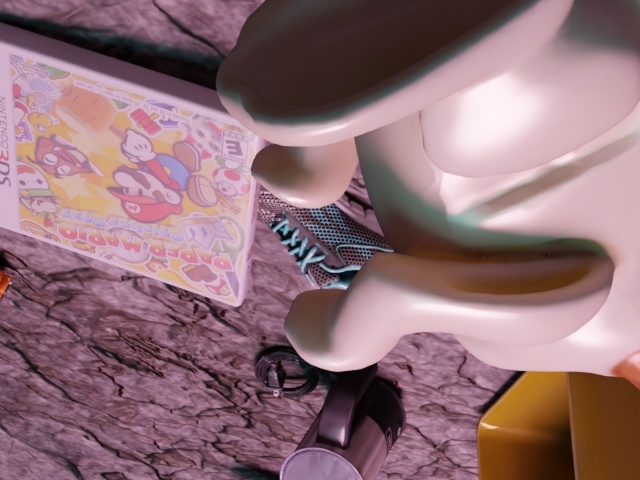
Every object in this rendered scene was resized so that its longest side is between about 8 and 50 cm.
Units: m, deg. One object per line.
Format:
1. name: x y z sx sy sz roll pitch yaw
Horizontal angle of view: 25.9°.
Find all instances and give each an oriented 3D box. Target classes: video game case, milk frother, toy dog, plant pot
1. video game case: -0.156 -0.054 1.075 0.227 0.026 0.206 18 138 7
2. milk frother: -0.009 0.177 1.317 0.143 0.135 0.129 -4 112 22
3. toy dog: 0.133 -0.081 0.796 0.395 0.284 0.408 -28 138 -2
4. plant pot: 0.267 0.231 1.239 0.187 0.212 0.212 8 149 -14

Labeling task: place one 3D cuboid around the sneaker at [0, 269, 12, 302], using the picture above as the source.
1. sneaker: -0.391 0.052 1.354 0.221 0.083 0.087 -23 118 37

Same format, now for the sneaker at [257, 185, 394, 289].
1. sneaker: 0.000 0.000 1.100 0.167 0.076 0.065 24 146 -14
